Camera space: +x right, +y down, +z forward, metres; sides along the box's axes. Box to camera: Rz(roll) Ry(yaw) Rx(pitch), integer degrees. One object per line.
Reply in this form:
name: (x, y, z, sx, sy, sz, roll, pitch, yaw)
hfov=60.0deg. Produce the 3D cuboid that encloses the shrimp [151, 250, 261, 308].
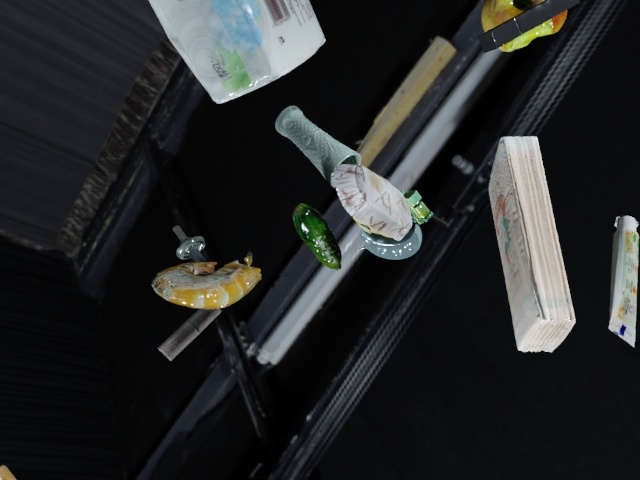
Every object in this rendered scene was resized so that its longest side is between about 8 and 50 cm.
shrimp: (-0.162, 0.050, 0.813, 0.132, 0.187, 0.051, 28, -69, 26)

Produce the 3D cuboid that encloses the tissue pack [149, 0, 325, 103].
tissue pack: (-0.120, -0.279, 0.598, 0.145, 0.229, 0.159, -13, -153, 30)

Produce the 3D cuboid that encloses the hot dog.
hot dog: (0.077, -0.058, 0.827, 0.053, 0.192, 0.099, -23, -114, 30)

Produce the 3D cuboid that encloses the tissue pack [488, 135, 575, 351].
tissue pack: (0.341, 0.006, 0.919, 0.071, 0.170, 0.325, -3, -116, 6)

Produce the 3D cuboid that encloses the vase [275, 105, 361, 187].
vase: (-0.012, -0.225, 1.290, 0.219, 0.096, 0.096, 45, -72, 24)

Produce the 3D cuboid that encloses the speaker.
speaker: (0.484, -0.515, 1.294, 0.218, 0.044, 0.082, -29, -168, 1)

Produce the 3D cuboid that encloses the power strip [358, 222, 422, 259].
power strip: (0.215, 0.004, 1.737, 0.216, 0.137, 0.044, -4, -134, 23)

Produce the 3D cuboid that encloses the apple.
apple: (0.615, -0.682, 1.669, 0.246, 0.226, 0.246, -1, -91, 27)

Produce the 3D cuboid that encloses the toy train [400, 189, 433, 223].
toy train: (0.279, -0.099, 1.630, 0.050, 0.122, 0.081, -47, -161, -18)

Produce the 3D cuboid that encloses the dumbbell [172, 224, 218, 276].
dumbbell: (-0.295, 0.059, 1.383, 0.081, 0.082, 0.254, -48, -109, 22)

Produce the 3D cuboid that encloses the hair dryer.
hair dryer: (-0.395, 0.261, 1.608, 0.195, 0.053, 0.220, -45, -170, -26)

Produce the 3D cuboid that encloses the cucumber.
cucumber: (0.000, 0.000, 1.208, 0.069, 0.227, 0.069, -13, -129, 17)

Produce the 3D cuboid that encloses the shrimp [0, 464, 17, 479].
shrimp: (-0.406, 0.283, 0.538, 0.051, 0.217, 0.115, -37, -110, 39)

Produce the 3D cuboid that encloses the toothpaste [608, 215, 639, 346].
toothpaste: (0.662, 0.076, 1.204, 0.058, 0.056, 0.314, 10, -125, 21)
